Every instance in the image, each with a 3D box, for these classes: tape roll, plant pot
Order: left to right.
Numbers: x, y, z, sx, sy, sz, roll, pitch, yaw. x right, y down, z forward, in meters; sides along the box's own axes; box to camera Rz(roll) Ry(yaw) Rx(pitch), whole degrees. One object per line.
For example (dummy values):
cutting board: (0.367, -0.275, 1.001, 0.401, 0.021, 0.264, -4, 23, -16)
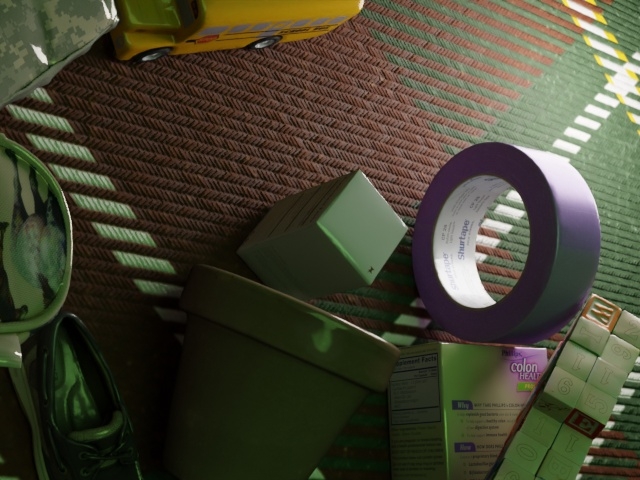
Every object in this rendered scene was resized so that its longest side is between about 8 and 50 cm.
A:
plant pot: (-0.072, 0.178, 1.176, 0.263, 0.263, 0.229, 28, 82, -29)
tape roll: (0.249, 0.005, 1.423, 0.090, 0.275, 0.274, 8, 74, -36)

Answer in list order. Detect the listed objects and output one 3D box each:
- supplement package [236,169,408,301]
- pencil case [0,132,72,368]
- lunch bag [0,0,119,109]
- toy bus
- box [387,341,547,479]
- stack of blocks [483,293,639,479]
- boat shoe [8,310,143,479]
supplement package: (0.000, 0.000, 1.292, 0.105, 0.179, 0.105, 50, 54, -18)
pencil case: (-0.377, 0.067, 0.857, 0.160, 0.410, 0.183, 26, 51, -37)
lunch bag: (-0.382, -0.270, 1.072, 0.287, 0.169, 0.235, 52, 54, -10)
toy bus: (-0.112, -0.309, 1.313, 0.333, 0.130, 0.108, -15, 88, -39)
box: (0.210, 0.270, 1.430, 0.214, 0.117, 0.243, 7, 76, -36)
stack of blocks: (0.303, 0.233, 1.313, 0.087, 0.171, 0.297, 30, 57, 11)
boat shoe: (-0.250, 0.207, 1.103, 0.103, 0.092, 0.285, -20, 92, -39)
